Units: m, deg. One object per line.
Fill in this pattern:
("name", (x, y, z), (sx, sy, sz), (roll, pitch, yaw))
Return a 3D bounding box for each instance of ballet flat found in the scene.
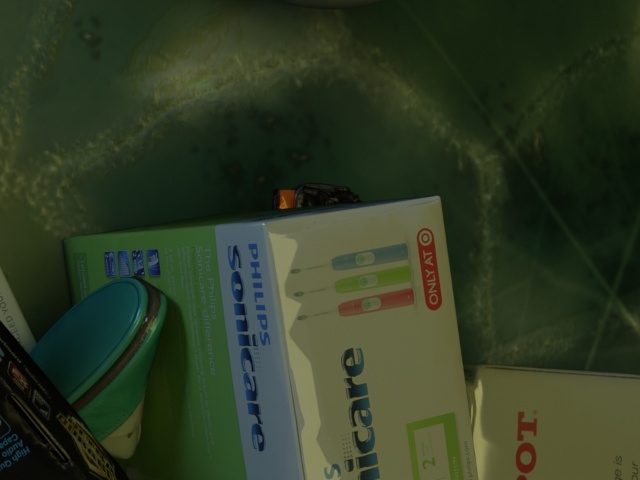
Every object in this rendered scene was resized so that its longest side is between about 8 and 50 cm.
("ballet flat", (-0.163, 0.117, 1.014), (0.247, 0.083, 0.087), (-41, 127, 16))

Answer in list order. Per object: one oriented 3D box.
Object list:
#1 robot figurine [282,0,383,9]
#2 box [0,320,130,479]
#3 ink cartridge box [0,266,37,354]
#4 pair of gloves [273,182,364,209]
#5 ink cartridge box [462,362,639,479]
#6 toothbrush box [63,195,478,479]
("robot figurine", (0.005, -0.296, 1.121), (0.209, 0.173, 0.278), (-5, 91, -5))
("box", (-0.305, 0.121, 0.908), (0.295, 0.073, 0.293), (-35, 110, 7))
("ink cartridge box", (-0.310, 0.022, 0.998), (0.224, 0.045, 0.223), (-29, 103, -27))
("pair of gloves", (0.000, 0.000, 1.200), (0.074, 0.010, 0.083), (-2, 87, -29))
("ink cartridge box", (0.214, 0.236, 1.230), (0.385, 0.160, 0.279), (7, 85, -30))
("toothbrush box", (-0.039, 0.086, 1.018), (0.122, 0.283, 0.206), (-10, 93, -30))
